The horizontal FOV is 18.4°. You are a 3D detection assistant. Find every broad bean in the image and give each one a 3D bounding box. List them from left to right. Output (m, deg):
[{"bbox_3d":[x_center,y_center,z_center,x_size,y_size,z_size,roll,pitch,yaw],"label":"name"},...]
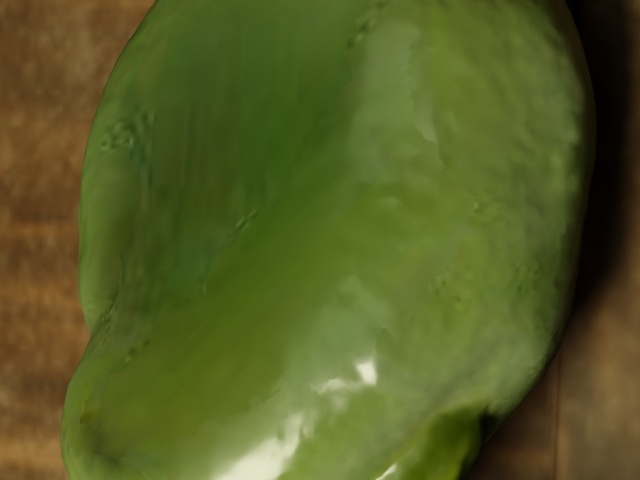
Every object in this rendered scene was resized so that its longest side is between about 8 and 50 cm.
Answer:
[{"bbox_3d":[0.000,0.000,0.585,0.169,0.100,0.228,-2,87,31],"label":"broad bean"}]
